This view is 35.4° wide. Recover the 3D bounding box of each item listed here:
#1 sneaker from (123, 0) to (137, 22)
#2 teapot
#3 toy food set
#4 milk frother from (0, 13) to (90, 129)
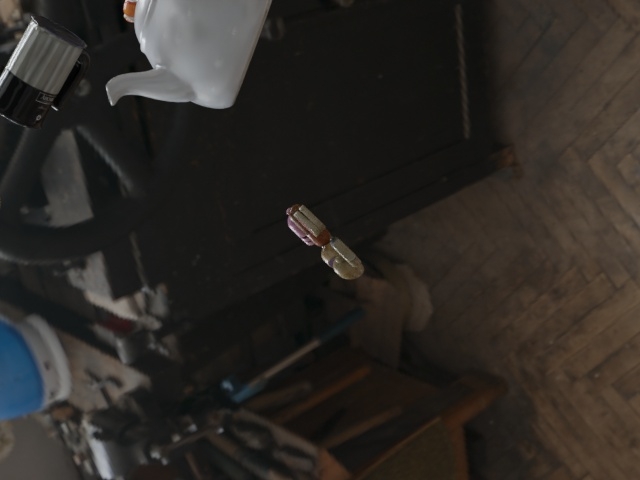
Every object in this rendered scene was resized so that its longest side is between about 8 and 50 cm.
[{"bbox_3d":[-0.291,-0.449,1.940,0.064,0.175,0.067,-139,53,-69],"label":"sneaker"},{"bbox_3d":[-0.169,-0.318,1.370,0.187,0.256,0.252,21,121,-6],"label":"teapot"},{"bbox_3d":[0.000,0.000,0.770,0.078,0.019,0.122,44,179,11],"label":"toy food set"},{"bbox_3d":[-0.408,-0.248,1.385,0.143,0.129,0.135,34,102,2],"label":"milk frother"}]
